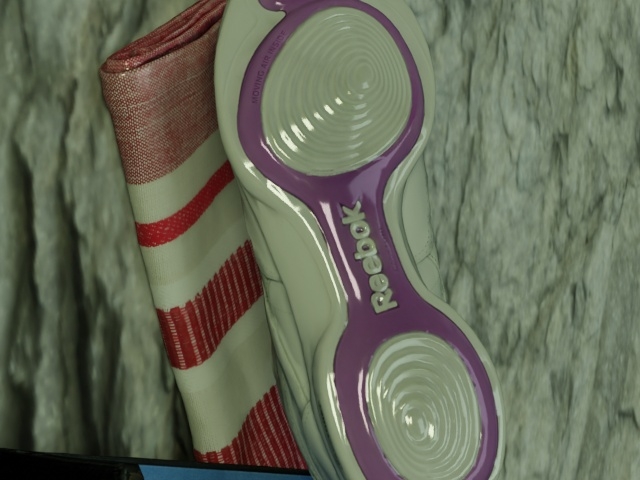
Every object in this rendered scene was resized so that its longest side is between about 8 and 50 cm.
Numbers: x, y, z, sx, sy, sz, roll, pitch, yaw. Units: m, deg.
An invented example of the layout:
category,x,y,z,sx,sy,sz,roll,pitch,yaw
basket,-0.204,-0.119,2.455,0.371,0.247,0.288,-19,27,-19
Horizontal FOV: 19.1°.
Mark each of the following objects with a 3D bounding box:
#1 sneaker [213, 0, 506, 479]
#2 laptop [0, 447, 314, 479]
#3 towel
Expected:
category,x,y,z,sx,sy,sz,roll,pitch,yaw
sneaker,0.000,0.000,0.959,0.114,0.152,0.305,-8,81,-18
laptop,-0.046,0.286,0.800,0.236,0.408,0.382,6,83,-20
towel,-0.014,0.016,1.053,0.237,0.037,0.329,-43,127,-51
